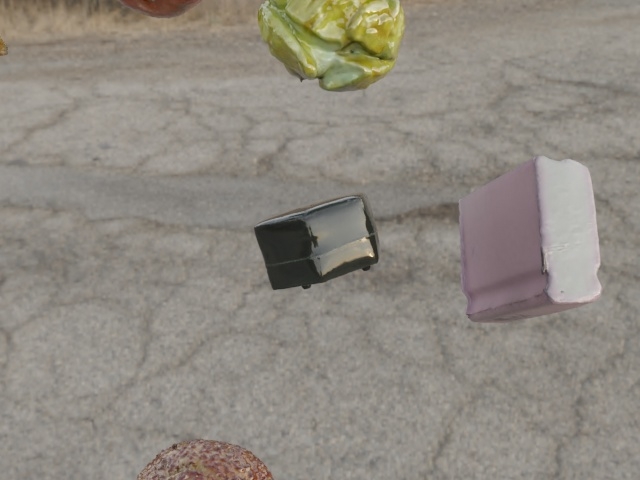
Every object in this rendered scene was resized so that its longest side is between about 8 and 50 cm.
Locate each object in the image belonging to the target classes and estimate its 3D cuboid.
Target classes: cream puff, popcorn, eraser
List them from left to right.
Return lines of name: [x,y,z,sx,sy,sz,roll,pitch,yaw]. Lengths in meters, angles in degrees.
cream puff: [-0.251,0.539,1.747,0.350,0.229,0.350,0,7,0]
popcorn: [0.025,-0.386,1.496,0.276,0.225,0.276,38,5,-4]
eraser: [0.390,0.009,1.597,0.122,0.272,0.359,2,-12,-13]

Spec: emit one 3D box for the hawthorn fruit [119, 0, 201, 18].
hawthorn fruit: [-0.336,-0.601,1.753,0.275,0.275,0.300,2,54,3]

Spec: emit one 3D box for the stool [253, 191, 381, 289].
stool: [0.000,0.000,1.522,0.232,0.141,0.232,-17,5,2]

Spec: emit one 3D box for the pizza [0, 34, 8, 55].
pizza: [-0.550,-0.321,1.365,0.083,0.025,0.078,-36,-14,16]
